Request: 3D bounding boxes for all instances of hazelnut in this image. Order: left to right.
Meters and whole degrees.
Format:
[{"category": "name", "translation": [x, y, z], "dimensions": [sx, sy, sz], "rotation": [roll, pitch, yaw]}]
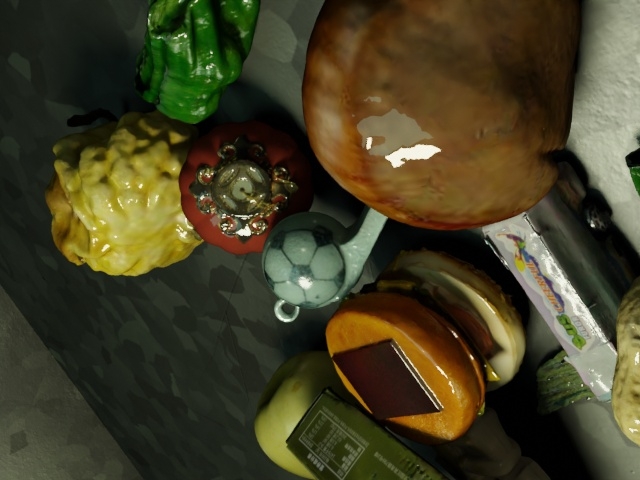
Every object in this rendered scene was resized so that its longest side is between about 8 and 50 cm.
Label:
[{"category": "hazelnut", "translation": [0.124, -0.182, 0.852], "dimensions": [0.372, 0.315, 0.372], "rotation": [33, 128, 58]}]

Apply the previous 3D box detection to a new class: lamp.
[{"category": "lamp", "translation": [-0.123, -0.089, 1.244], "dimensions": [0.227, 0.227, 0.227], "rotation": [26, 138, 27]}]

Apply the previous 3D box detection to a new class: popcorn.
[{"category": "popcorn", "translation": [-0.358, -0.115, 1.408], "dimensions": [0.382, 0.349, 0.349], "rotation": [60, 150, 30]}]

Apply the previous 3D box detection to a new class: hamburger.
[{"category": "hamburger", "translation": [0.165, 0.156, 1.147], "dimensions": [0.291, 0.225, 0.291], "rotation": [28, 141, 25]}]

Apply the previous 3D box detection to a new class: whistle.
[{"category": "whistle", "translation": [0.000, 0.000, 1.140], "dimensions": [0.163, 0.163, 0.290], "rotation": [31, 105, 22]}]

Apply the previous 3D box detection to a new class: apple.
[{"category": "apple", "translation": [-0.003, 0.347, 1.465], "dimensions": [0.262, 0.262, 0.262], "rotation": [26, 138, 27]}]

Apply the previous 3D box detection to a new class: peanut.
[{"category": "peanut", "translation": [0.390, 0.137, 0.875], "dimensions": [0.099, 0.099, 0.214], "rotation": [10, 92, 39]}]

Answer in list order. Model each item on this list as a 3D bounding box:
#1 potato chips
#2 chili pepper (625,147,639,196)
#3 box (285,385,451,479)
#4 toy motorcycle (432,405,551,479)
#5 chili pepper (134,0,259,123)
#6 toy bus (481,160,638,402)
[{"category": "potato chips", "translation": [0.385, 0.209, 1.143], "dimensions": [0.092, 0.028, 0.207], "rotation": [48, 141, 3]}, {"category": "chili pepper", "translation": [0.435, -0.009, 0.876], "dimensions": [0.088, 0.059, 0.227], "rotation": [-1, 123, 52]}, {"category": "box", "translation": [0.184, 0.450, 1.203], "dimensions": [0.373, 0.138, 0.420], "rotation": [44, 171, -34]}, {"category": "toy motorcycle", "translation": [0.272, 0.362, 1.323], "dimensions": [0.340, 0.108, 0.223], "rotation": [39, 148, 24]}, {"category": "chili pepper", "translation": [-0.176, -0.332, 1.111], "dimensions": [0.167, 0.213, 0.385], "rotation": [8, 150, -17]}, {"category": "toy bus", "translation": [0.342, 0.062, 0.965], "dimensions": [0.317, 0.138, 0.112], "rotation": [54, 142, -6]}]
